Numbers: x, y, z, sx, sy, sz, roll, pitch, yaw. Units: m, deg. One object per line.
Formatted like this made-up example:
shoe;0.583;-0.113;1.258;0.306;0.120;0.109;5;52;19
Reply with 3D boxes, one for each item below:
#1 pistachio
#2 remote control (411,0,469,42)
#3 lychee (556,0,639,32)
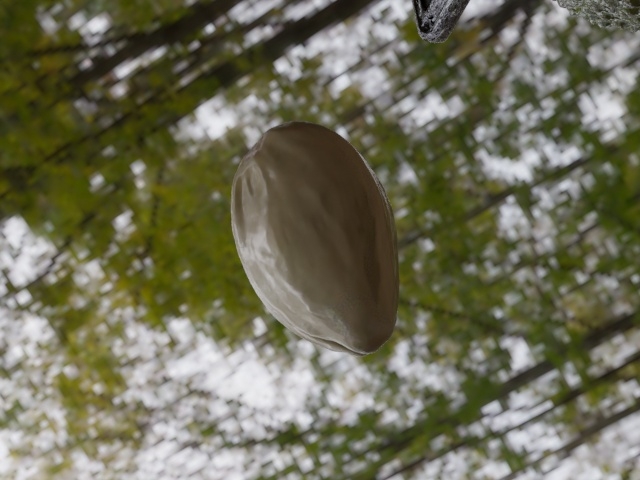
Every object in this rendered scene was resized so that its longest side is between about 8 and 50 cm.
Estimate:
pistachio;0.000;0.000;2.153;0.226;0.208;0.332;-3;-116;-31
remote control;0.095;-0.194;1.038;0.028;0.212;0.059;1;-114;-13
lychee;0.245;-0.237;1.330;0.171;0.171;0.171;43;-152;-31
